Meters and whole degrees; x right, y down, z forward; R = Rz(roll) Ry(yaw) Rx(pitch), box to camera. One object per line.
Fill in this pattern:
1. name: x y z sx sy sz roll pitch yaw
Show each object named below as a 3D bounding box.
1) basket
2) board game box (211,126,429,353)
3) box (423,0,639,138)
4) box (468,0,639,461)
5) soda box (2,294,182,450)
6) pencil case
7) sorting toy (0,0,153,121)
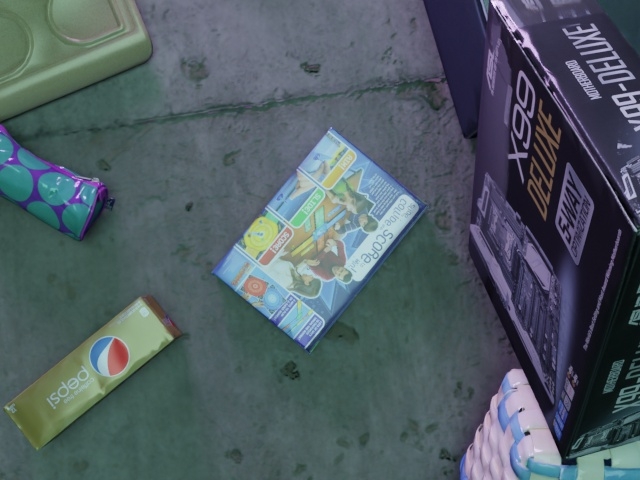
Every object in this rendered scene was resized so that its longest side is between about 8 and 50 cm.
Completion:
1. basket: 0.247 0.279 0.819 0.254 0.201 0.289 2 122 0
2. board game box: 0.000 0.000 0.896 0.136 0.035 0.201 40 88 1
3. box: 0.304 -0.301 0.825 0.395 0.212 0.294 -15 88 -2
4. box: 0.198 -0.007 0.663 0.076 0.307 0.242 -13 51 -5
5. soda box: -0.235 0.135 0.875 0.181 0.061 0.058 -40 89 -2
6. pencil case: -0.297 -0.063 0.882 0.151 0.064 0.070 29 103 0
7. sorting toy: -0.361 -0.246 0.906 0.307 0.041 0.229 -23 92 -1
